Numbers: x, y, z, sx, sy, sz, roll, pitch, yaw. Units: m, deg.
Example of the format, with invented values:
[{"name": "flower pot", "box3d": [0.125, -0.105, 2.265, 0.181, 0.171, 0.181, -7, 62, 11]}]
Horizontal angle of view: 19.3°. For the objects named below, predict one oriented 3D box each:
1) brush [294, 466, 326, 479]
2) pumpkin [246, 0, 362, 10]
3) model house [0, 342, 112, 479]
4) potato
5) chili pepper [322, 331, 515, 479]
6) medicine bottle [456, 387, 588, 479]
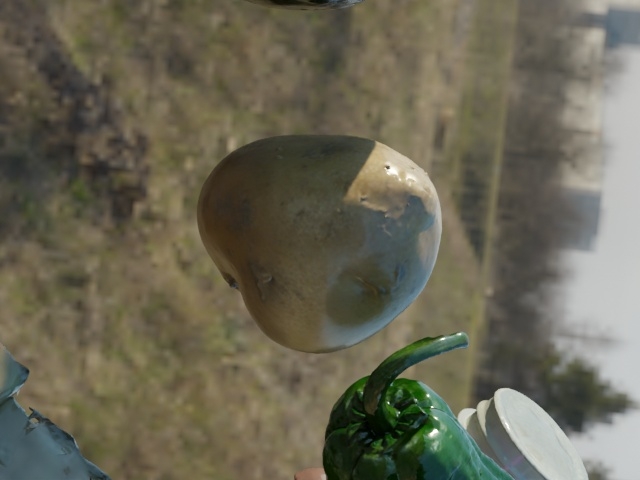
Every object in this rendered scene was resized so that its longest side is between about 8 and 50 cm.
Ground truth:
[{"name": "brush", "box3d": [0.015, 0.227, 1.328, 0.301, 0.084, 0.071, -113, -160, -68]}, {"name": "pumpkin", "box3d": [-0.012, -0.216, 0.928, 0.242, 0.232, 0.325, -48, -149, 25]}, {"name": "model house", "box3d": [-0.391, 0.248, 1.289, 0.395, 0.445, 0.400, -25, -160, 53]}, {"name": "potato", "box3d": [0.000, 0.000, 0.934, 0.147, 0.112, 0.112, 4, -93, 60]}, {"name": "chili pepper", "box3d": [0.070, 0.144, 0.904, 0.257, 0.100, 0.074, 51, 33, -42]}, {"name": "medicine bottle", "box3d": [0.065, 0.258, 1.540, 0.324, 0.179, 0.124, -42, -161, 18]}]
